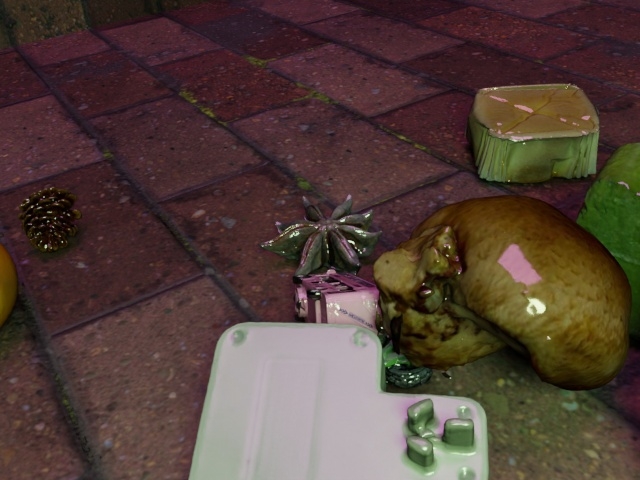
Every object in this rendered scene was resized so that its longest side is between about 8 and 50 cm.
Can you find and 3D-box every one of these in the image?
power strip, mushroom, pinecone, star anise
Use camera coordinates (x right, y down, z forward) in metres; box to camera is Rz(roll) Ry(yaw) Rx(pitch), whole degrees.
[{"bbox_3d":[0.017,0.184,0.596,0.260,0.141,0.230,1,55,10],"label":"power strip"},{"bbox_3d":[0.192,0.051,0.694,0.283,0.195,0.263,3,24,-32],"label":"mushroom"},{"bbox_3d":[-0.445,-0.033,1.082,0.102,0.102,0.109,-4,44,3],"label":"pinecone"},{"bbox_3d":[0.000,0.000,0.986,0.180,0.061,0.204,-29,40,-30],"label":"star anise"}]

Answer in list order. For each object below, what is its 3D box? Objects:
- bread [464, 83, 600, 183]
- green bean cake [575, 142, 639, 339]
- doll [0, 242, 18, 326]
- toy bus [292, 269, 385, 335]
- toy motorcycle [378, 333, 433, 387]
[{"bbox_3d":[0.367,-0.185,1.167,0.209,0.110,0.192,-5,40,3],"label":"bread"},{"bbox_3d":[0.416,0.022,0.747,0.248,0.222,0.125,23,45,30],"label":"green bean cake"},{"bbox_3d":[-0.523,0.077,0.866,0.236,0.213,0.213,-56,43,4],"label":"doll"},{"bbox_3d":[0.018,0.077,0.794,0.090,0.063,0.203,-4,5,-12],"label":"toy bus"},{"bbox_3d":[0.031,0.145,0.765,0.190,0.074,0.106,-9,25,-5],"label":"toy motorcycle"}]
